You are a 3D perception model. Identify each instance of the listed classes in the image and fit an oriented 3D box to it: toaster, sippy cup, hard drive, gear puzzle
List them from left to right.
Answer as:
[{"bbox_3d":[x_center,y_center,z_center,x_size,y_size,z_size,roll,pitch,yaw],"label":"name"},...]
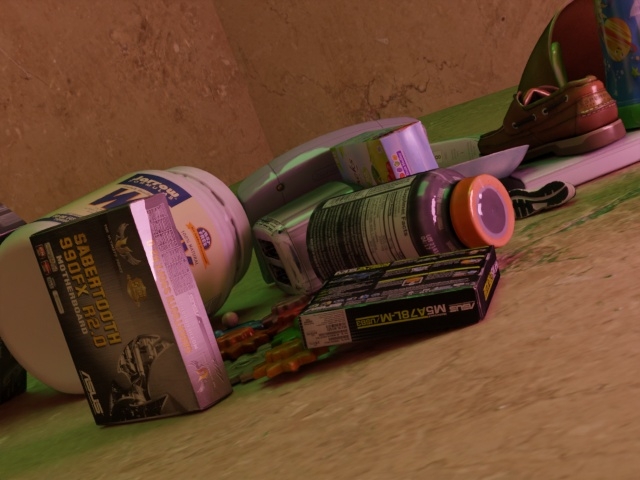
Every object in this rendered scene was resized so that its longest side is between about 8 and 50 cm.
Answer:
[{"bbox_3d":[-0.061,0.111,1.530,0.176,0.044,0.339,-22,7,-5],"label":"gear puzzle"},{"bbox_3d":[0.000,0.000,1.863,0.146,0.129,0.227,-27,11,-12],"label":"toaster"},{"bbox_3d":[0.422,-0.133,1.966,0.308,0.040,0.203,-21,7,-2],"label":"hard drive"},{"bbox_3d":[0.501,-0.302,1.941,0.306,0.224,0.240,-22,7,-11],"label":"sippy cup"}]

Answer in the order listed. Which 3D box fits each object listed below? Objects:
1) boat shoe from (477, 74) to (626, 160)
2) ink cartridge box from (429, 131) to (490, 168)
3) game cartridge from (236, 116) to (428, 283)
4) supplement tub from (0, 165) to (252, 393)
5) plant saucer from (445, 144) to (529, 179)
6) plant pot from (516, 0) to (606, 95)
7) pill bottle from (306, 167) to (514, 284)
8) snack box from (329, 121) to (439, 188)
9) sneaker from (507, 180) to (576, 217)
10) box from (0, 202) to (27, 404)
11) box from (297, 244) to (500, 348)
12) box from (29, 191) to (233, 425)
[{"bbox_3d":[0.331,-0.181,1.985,0.111,0.104,0.307,-25,8,-29],"label":"boat shoe"},{"bbox_3d":[0.298,-0.160,2.251,0.225,0.056,0.181,-11,3,22],"label":"ink cartridge box"},{"bbox_3d":[0.029,-0.067,2.007,0.297,0.198,0.062,-22,33,-9],"label":"game cartridge"},{"bbox_3d":[-0.262,0.041,1.820,0.235,0.235,0.325,-16,11,36],"label":"supplement tub"},{"bbox_3d":[0.211,-0.092,1.929,0.195,0.037,0.195,-16,-1,0],"label":"plant saucer"},{"bbox_3d":[0.439,-0.262,2.275,0.237,0.237,0.254,-24,-8,-22],"label":"plant pot"},{"bbox_3d":[0.111,-0.012,1.612,0.246,0.130,0.130,-14,10,42],"label":"pill bottle"},{"bbox_3d":[0.103,-0.066,1.842,0.070,0.174,0.207,-25,7,-15],"label":"snack box"},{"bbox_3d":[0.292,-0.054,1.793,0.109,0.040,0.044,-11,-4,37],"label":"sneaker"},{"bbox_3d":[-0.513,0.123,1.808,0.076,0.307,0.242,33,42,30],"label":"box"},{"bbox_3d":[0.087,0.058,1.421,0.191,0.045,0.184,-10,8,14],"label":"box"},{"bbox_3d":[-0.208,0.079,1.456,0.183,0.231,0.056,-13,7,43],"label":"box"}]
